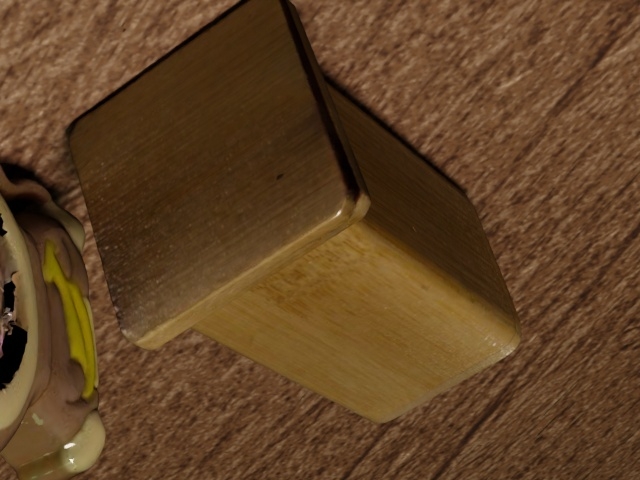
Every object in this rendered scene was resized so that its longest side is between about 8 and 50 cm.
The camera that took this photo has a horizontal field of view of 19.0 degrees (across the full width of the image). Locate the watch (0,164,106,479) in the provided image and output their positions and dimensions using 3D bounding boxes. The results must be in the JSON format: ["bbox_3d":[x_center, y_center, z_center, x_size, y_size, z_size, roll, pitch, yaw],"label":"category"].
[{"bbox_3d":[-0.356,0.072,1.242,0.327,0.314,0.335,-17,158,21],"label":"watch"}]

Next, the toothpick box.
[{"bbox_3d":[0.000,0.000,1.353,0.190,0.187,0.308,-33,146,18],"label":"toothpick box"}]
